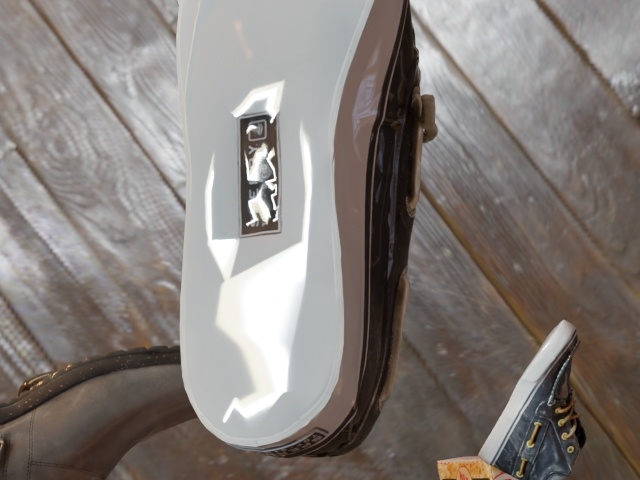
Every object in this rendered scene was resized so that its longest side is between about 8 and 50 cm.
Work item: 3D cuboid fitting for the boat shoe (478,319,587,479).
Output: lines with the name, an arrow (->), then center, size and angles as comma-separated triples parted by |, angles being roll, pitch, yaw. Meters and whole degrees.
boat shoe -> 0.220, 0.159, 1.291 | 0.083, 0.065, 0.183 | 31, 128, 12

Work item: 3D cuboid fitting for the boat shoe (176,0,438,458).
boat shoe -> 0.004, -0.051, 0.653 | 0.113, 0.105, 0.306 | -8, 75, 24

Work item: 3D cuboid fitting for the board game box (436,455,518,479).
board game box -> 0.198, 0.347, 1.594 | 0.045, 0.147, 0.193 | -6, 83, -21

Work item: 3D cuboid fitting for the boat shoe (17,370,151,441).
boat shoe -> -0.247, 0.183, 1.564 | 0.079, 0.233, 0.084 | 25, 96, 28

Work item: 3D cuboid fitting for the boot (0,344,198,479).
boot -> -0.208, 0.226, 1.142 | 0.338, 0.118, 0.223 | -15, 67, -11
